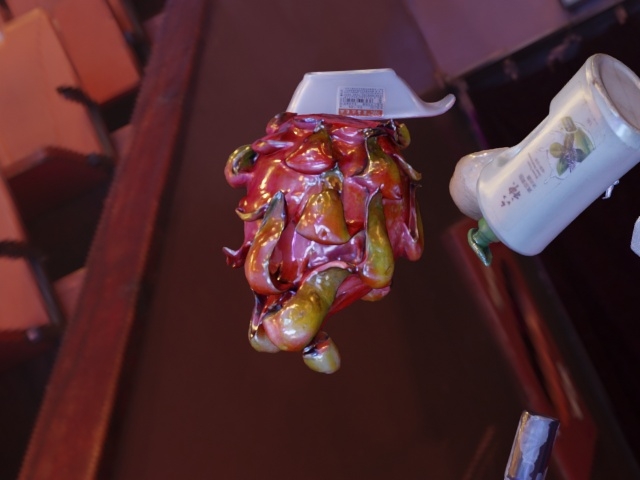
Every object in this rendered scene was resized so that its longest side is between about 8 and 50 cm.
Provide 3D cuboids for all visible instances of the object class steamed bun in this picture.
[{"bbox_3d":[0.280,-0.073,1.947,0.231,0.111,0.212,-15,-13,36],"label":"steamed bun"}]

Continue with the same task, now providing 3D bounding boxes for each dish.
[{"bbox_3d":[0.066,-0.200,1.754,0.234,0.064,0.154,-2,9,0],"label":"dish"}]

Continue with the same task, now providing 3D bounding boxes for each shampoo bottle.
[{"bbox_3d":[0.225,-0.065,1.268,0.087,0.118,0.234,18,-48,-30],"label":"shampoo bottle"}]

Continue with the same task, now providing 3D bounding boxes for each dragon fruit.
[{"bbox_3d":[-0.005,-0.017,1.430,0.227,0.243,0.307,-7,20,29],"label":"dragon fruit"}]

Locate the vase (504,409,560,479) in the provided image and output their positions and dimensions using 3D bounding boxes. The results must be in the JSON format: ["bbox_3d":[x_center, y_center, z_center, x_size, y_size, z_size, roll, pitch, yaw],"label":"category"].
[{"bbox_3d":[0.298,0.358,1.891,0.059,0.212,0.060,15,-1,0],"label":"vase"}]

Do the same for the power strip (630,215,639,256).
[{"bbox_3d":[0.570,-0.042,1.775,0.261,0.141,0.229,-39,-30,-18],"label":"power strip"}]

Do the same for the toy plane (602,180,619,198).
[{"bbox_3d":[0.406,-0.102,1.826,0.083,0.079,0.031,-22,-7,1],"label":"toy plane"}]
